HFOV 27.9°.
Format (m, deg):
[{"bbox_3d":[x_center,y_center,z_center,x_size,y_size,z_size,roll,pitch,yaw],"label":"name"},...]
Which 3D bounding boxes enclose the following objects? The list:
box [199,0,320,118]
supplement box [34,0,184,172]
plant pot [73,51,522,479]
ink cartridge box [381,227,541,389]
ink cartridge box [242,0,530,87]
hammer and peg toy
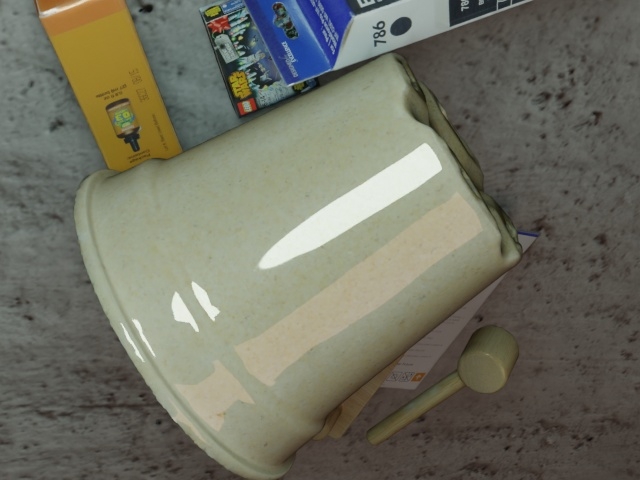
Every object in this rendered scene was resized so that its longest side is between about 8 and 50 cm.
[{"bbox_3d":[-0.059,-0.193,1.292,0.094,0.027,0.137,-22,141,-4],"label":"box"},{"bbox_3d":[-0.199,-0.159,1.214,0.078,0.080,0.233,-21,139,-5],"label":"supplement box"},{"bbox_3d":[0.000,0.000,1.170,0.305,0.334,0.334,-32,140,13],"label":"plant pot"},{"bbox_3d":[0.072,0.061,1.613,0.303,0.072,0.307,9,127,-34],"label":"ink cartridge box"},{"bbox_3d":[0.092,-0.266,1.187,0.333,0.165,0.065,-22,145,-7],"label":"ink cartridge box"},{"bbox_3d":[0.019,0.106,1.435,0.361,0.127,0.266,35,121,1],"label":"hammer and peg toy"}]
